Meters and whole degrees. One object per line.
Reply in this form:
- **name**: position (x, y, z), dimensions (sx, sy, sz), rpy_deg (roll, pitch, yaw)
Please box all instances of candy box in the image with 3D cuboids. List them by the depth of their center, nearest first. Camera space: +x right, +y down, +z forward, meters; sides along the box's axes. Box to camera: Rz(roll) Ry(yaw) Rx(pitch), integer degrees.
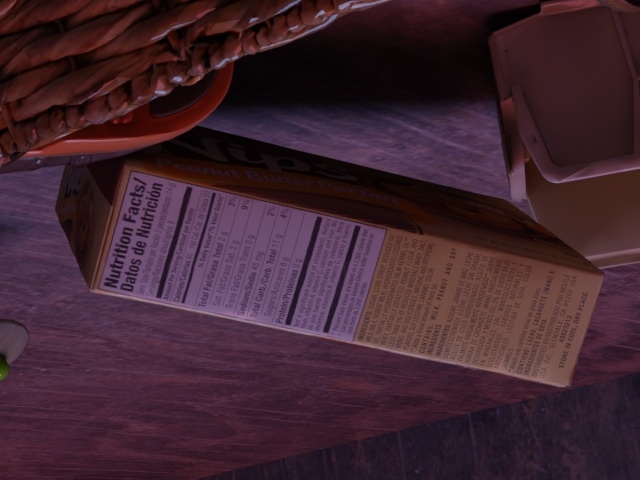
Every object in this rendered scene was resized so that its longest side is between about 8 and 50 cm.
- **candy box**: position (0.000, 0.000, 1.111), dimensions (0.316, 0.087, 0.183), rpy_deg (12, -168, -18)

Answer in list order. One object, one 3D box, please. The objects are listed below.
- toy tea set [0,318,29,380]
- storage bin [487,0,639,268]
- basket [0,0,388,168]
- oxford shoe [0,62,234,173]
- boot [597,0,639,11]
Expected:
- **toy tea set**: position (-0.356, 0.061, 1.257), dimensions (0.336, 0.124, 0.200), rpy_deg (1, 138, -36)
- **storage bin**: position (0.256, -0.078, 1.176), dimensions (0.260, 0.123, 0.262), rpy_deg (-10, 165, 6)
- **basket**: position (-0.049, -0.188, 0.662), dimensions (0.299, 0.223, 0.213), rpy_deg (-19, -166, 36)
- **oxford shoe**: position (-0.235, -0.075, 0.929), dimensions (0.364, 0.130, 0.133), rpy_deg (-1, 170, -23)
- **boot**: position (0.206, -0.189, 0.797), dimensions (0.207, 0.090, 0.248), rpy_deg (-12, 161, 23)
